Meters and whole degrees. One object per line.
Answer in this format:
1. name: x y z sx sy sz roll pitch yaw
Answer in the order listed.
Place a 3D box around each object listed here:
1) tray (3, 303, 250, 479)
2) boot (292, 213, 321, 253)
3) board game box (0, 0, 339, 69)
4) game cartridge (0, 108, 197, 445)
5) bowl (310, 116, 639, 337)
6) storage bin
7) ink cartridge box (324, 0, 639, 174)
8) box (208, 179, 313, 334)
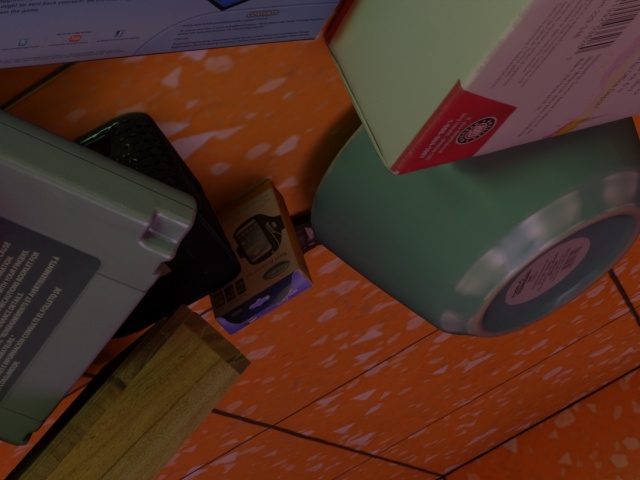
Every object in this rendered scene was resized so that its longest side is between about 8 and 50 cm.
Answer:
1. tray: -0.190 0.174 1.106 0.203 0.076 0.411 -49 -176 -18
2. boot: 0.000 0.000 1.257 0.114 0.037 0.106 -27 160 -14
3. board game box: -0.090 -0.162 0.778 0.281 0.027 0.145 -12 155 -36
4. game cartridge: -0.232 0.026 0.871 0.198 0.062 0.297 28 133 -17
5. bowl: 0.165 -0.031 1.162 0.311 0.163 0.311 -28 156 -14
6. storage bin: -0.145 -0.005 0.997 0.122 0.084 0.180 -27 160 1
7. ink cartridge box: 0.188 -0.178 0.927 0.306 0.131 0.226 -17 159 -30
8. box: -0.056 0.018 1.089 0.081 0.136 0.028 -31 133 10
